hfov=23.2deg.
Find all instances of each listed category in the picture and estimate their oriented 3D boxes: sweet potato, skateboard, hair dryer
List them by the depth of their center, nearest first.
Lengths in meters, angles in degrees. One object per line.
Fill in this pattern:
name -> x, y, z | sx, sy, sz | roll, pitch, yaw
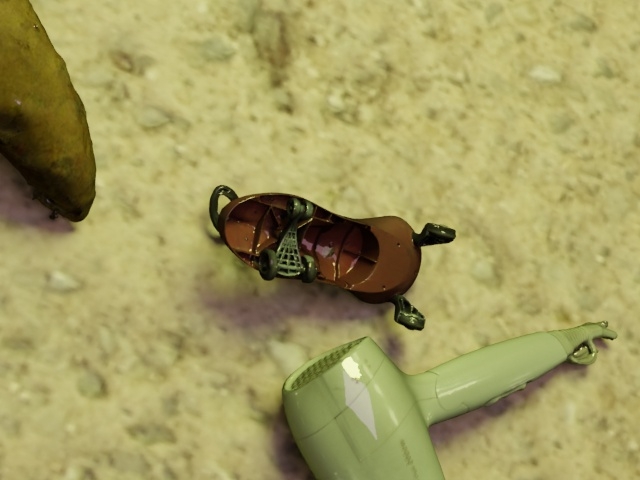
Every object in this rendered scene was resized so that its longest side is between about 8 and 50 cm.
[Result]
sweet potato -> -0.267, -0.178, 0.854 | 0.423, 0.130, 0.130 | 43, 68, -6
skateboard -> 0.000, 0.000, 0.931 | 0.151, 0.080, 0.067 | 17, 96, -31
hair dryer -> 0.109, 0.124, 0.950 | 0.237, 0.075, 0.206 | -30, 95, -30
